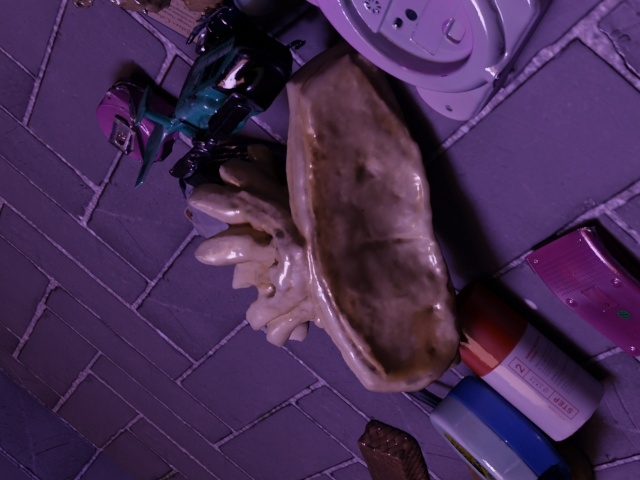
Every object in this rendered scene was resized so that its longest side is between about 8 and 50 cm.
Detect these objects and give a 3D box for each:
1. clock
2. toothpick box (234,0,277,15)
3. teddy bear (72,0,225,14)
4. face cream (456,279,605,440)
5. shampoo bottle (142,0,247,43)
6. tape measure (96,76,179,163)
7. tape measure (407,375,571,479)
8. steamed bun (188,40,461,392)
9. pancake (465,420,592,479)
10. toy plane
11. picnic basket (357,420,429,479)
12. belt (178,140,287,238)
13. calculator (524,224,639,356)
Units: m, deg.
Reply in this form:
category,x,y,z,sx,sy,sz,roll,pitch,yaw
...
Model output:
category,x,y,z,sx,sy,sz,roll,pitch,yaw
clock,0.092,-0.247,1.073,0.248,0.090,0.227,37,150,6
toothpick box,-0.067,-0.290,1.224,0.052,0.052,0.083,34,151,9
teddy bear,-0.249,-0.346,1.241,0.256,0.156,0.267,12,136,47
face cream,0.252,0.153,1.443,0.214,0.096,0.096,40,151,-2
shampoo bottle,-0.174,-0.287,1.349,0.183,0.050,0.087,31,153,13
tape measure,-0.255,-0.170,1.579,0.118,0.074,0.125,35,149,8
tape measure,0.203,0.244,1.574,0.351,0.098,0.215,40,171,27
steamed bun,0.000,0.000,1.326,0.189,0.247,0.428,14,130,57
pancake,0.294,0.335,1.692,0.242,0.050,0.242,27,141,24
toy plane,-0.130,-0.159,1.294,0.106,0.155,0.382,24,162,-26
picnic basket,0.128,0.397,1.966,0.110,0.055,0.193,18,143,33
belt,-0.076,-0.043,1.489,0.230,0.139,0.126,14,142,33
calculator,0.334,0.064,1.292,0.190,0.034,0.126,41,149,-7
